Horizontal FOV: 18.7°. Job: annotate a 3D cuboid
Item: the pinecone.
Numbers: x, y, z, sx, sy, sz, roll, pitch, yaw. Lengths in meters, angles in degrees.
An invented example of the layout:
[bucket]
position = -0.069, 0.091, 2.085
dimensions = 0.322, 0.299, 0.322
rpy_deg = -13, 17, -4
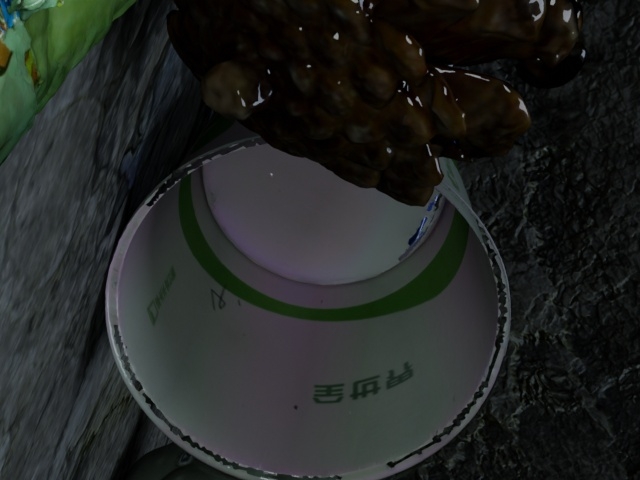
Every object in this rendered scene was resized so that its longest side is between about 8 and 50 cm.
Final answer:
[pinecone]
position = 0.036, -0.145, 0.991
dimensions = 0.272, 0.224, 0.224
rpy_deg = -49, 167, -30

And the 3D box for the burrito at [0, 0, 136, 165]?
[burrito]
position = -0.105, -0.067, 0.601
dimensions = 0.288, 0.054, 0.104
rpy_deg = -64, 172, -53

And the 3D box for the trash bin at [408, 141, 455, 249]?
[trash bin]
position = 0.004, -0.091, 1.585
dimensions = 0.234, 0.184, 0.162
rpy_deg = 10, 100, -76

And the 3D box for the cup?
[cup]
position = 0.000, 0.000, 1.323
dimensions = 0.274, 0.253, 0.253
rpy_deg = -80, -172, -66

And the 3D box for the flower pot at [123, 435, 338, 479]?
[flower pot]
position = -0.080, 0.293, 1.735
dimensions = 0.246, 0.246, 0.195
rpy_deg = 107, -20, -48
